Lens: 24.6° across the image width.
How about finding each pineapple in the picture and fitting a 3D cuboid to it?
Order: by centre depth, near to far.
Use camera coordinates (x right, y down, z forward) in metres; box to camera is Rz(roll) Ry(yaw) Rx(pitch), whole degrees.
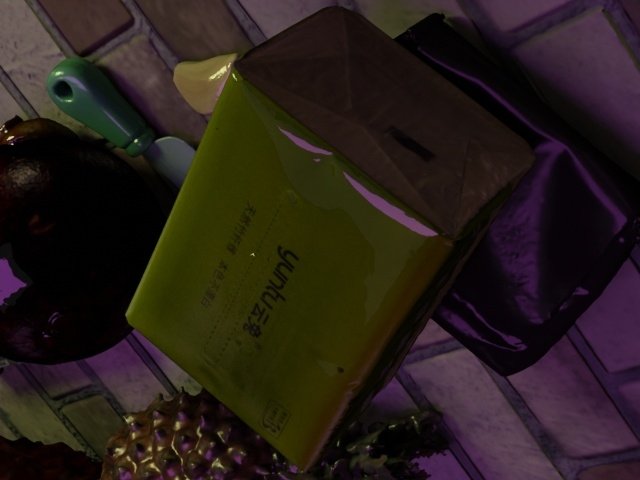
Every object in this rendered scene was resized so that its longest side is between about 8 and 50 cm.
[{"bbox_3d":[-0.048,0.216,1.459,0.361,0.175,0.175,-13,117,26],"label":"pineapple"}]

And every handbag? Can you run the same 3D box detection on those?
[{"bbox_3d":[0.127,-0.036,1.177,0.247,0.080,0.223,40,132,7],"label":"handbag"}]

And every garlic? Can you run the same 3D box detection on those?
[{"bbox_3d":[-0.093,-0.134,1.271,0.083,0.041,0.053,3,121,41],"label":"garlic"}]

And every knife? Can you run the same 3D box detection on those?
[{"bbox_3d":[-0.142,-0.079,1.361,0.260,0.035,0.063,39,132,-7],"label":"knife"}]

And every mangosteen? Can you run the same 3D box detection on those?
[{"bbox_3d":[-0.261,-0.012,1.383,0.228,0.228,0.265,112,144,-45],"label":"mangosteen"}]

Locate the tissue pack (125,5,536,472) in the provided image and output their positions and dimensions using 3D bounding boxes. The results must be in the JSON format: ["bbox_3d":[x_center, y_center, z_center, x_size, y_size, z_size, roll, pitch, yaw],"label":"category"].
[{"bbox_3d":[0.000,0.000,1.118,0.200,0.167,0.275,38,132,11],"label":"tissue pack"}]

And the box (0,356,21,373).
[{"bbox_3d":[-0.355,0.054,1.599,0.270,0.045,0.211,-14,114,41],"label":"box"}]

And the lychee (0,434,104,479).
[{"bbox_3d":[-0.321,0.443,1.634,0.500,0.425,0.424,41,137,-9],"label":"lychee"}]
